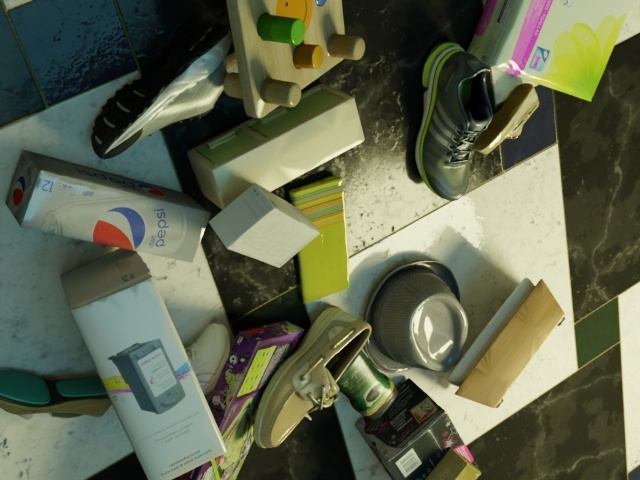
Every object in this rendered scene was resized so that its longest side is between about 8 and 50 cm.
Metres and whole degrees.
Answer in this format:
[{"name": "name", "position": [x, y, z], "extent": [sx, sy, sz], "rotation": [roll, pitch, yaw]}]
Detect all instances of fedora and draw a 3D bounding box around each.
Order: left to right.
[{"name": "fedora", "position": [0.212, 0.174, 1.808], "extent": [0.243, 0.124, 0.275], "rotation": [-30, 125, -18]}]

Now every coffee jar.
[{"name": "coffee jar", "position": [0.077, 0.279, 1.798], "extent": [0.096, 0.079, 0.184], "rotation": [-47, 128, -9]}]

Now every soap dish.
[{"name": "soap dish", "position": [0.390, 0.224, 1.895], "extent": [0.291, 0.118, 0.229], "rotation": [-53, 167, -3]}]

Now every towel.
[{"name": "towel", "position": [0.000, 0.000, 1.653], "extent": [0.102, 0.021, 0.237], "rotation": [-17, 122, -20]}]

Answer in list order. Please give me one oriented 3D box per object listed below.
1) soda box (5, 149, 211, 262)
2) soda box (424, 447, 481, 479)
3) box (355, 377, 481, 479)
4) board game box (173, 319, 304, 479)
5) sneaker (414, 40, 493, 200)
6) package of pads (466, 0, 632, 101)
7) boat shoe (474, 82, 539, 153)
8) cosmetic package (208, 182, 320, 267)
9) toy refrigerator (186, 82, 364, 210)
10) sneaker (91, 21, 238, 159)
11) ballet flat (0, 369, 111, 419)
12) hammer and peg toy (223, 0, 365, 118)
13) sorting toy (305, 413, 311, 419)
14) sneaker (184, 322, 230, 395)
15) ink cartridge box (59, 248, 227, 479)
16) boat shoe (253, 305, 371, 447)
[{"name": "soda box", "position": [-0.317, -0.047, 1.367], "extent": [0.286, 0.098, 0.091], "rotation": [14, 104, -38]}, {"name": "soda box", "position": [0.244, 0.522, 1.855], "extent": [0.181, 0.061, 0.058], "rotation": [-51, 128, 0]}, {"name": "box", "position": [0.208, 0.447, 1.927], "extent": [0.163, 0.142, 0.247], "rotation": [-39, 127, -10]}, {"name": "board game box", "position": [-0.153, 0.313, 1.620], "extent": [0.208, 0.056, 0.347], "rotation": [5, 111, -66]}, {"name": "sneaker", "position": [0.249, -0.205, 1.650], "extent": [0.111, 0.121, 0.300], "rotation": [-19, 121, -25]}, {"name": "package of pads", "position": [0.435, -0.409, 1.690], "extent": [0.296, 0.101, 0.229], "rotation": [9, 108, -37]}, {"name": "boat shoe", "position": [0.369, -0.227, 1.758], "extent": [0.170, 0.063, 0.059], "rotation": [-49, 123, -5]}, {"name": "cosmetic package", "position": [-0.087, -0.021, 1.472], "extent": [0.099, 0.060, 0.239], "rotation": [-41, 162, 6]}, {"name": "toy refrigerator", "position": [-0.072, -0.158, 1.474], "extent": [0.269, 0.102, 0.094], "rotation": [-30, 125, -18]}, {"name": "sneaker", "position": [-0.224, -0.207, 1.354], "extent": [0.271, 0.100, 0.108], "rotation": [-41, 133, -11]}, {"name": "ballet flat", "position": [-0.441, 0.259, 1.449], "extent": [0.232, 0.080, 0.073], "rotation": [10, 120, -35]}, {"name": "hammer and peg toy", "position": [-0.047, -0.390, 1.305], "extent": [0.266, 0.127, 0.361], "rotation": [-42, 137, -42]}, {"name": "sorting toy", "position": [-0.054, 0.323, 1.734], "extent": [0.083, 0.075, 0.045], "rotation": [18, 102, -38]}, {"name": "sneaker", "position": [-0.247, 0.236, 1.559], "extent": [0.115, 0.090, 0.232], "rotation": [35, 87, -31]}, {"name": "ink cartridge box", "position": [-0.275, 0.185, 1.380], "extent": [0.131, 0.226, 0.306], "rotation": [-25, 108, -14]}, {"name": "boat shoe", "position": [-0.014, 0.259, 1.662], "extent": [0.302, 0.098, 0.109], "rotation": [-54, 149, -23]}]
